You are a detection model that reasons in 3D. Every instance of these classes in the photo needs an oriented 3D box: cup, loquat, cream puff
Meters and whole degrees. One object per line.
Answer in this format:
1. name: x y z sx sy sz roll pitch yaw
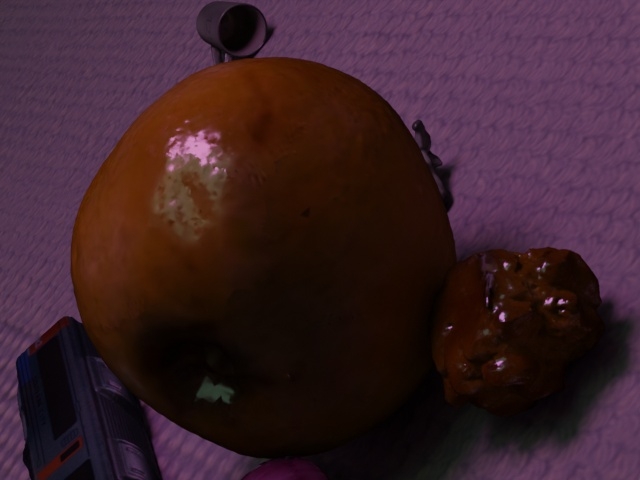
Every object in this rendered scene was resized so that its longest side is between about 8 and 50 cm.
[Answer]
1. cup: -0.092 -0.213 1.864 0.054 0.075 0.083 -16 17 -18
2. loquat: -0.039 0.005 1.242 0.275 0.275 0.275 -35 30 24
3. cream puff: 0.127 0.056 1.147 0.122 0.094 0.116 -69 24 14

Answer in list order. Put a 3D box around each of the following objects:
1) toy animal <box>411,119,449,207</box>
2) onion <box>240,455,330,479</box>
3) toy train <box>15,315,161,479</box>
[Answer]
1. toy animal: -0.003 -0.004 1.434 0.217 0.073 0.176 -18 34 52
2. onion: -0.017 0.198 1.173 0.104 0.115 0.115 -8 18 -21
3. toy train: -0.171 0.191 1.403 0.089 0.086 0.409 -43 28 6
